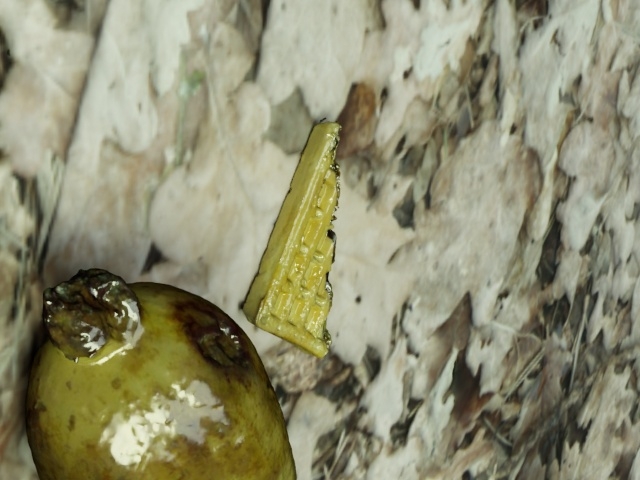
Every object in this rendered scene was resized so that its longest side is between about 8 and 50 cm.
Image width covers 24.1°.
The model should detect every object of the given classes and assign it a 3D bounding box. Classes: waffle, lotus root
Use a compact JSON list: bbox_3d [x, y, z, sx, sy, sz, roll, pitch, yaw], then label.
[{"bbox_3d":[0.000,0.000,1.040,0.097,0.023,0.152,28,80,-55],"label":"waffle"},{"bbox_3d":[-0.095,0.112,0.872,0.145,0.128,0.260,-43,134,-21],"label":"lotus root"}]
